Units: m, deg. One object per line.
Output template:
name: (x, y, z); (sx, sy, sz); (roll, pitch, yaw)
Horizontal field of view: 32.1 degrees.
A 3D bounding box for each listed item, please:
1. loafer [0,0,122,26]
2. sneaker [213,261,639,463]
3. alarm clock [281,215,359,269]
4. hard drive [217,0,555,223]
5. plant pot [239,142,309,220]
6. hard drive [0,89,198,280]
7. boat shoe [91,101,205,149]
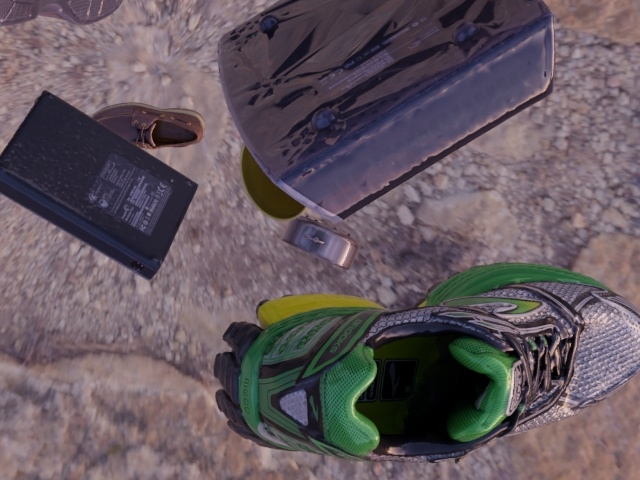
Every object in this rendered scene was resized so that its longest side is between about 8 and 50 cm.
loafer: (-0.346, -0.323, 1.360); (0.095, 0.302, 0.109); (22, 111, 16)
sneaker: (0.109, 0.097, 0.764); (0.343, 0.146, 0.134); (-7, 101, -33)
alarm clock: (0.000, 0.000, 1.895); (0.129, 0.192, 0.064); (24, 92, 6)
hard drive: (0.029, -0.105, 0.645); (0.172, 0.255, 0.054); (-31, 118, 4)
plant pot: (-0.033, -0.103, 1.554); (0.095, 0.134, 0.134); (-22, 105, -47)
hard drive: (-0.163, -0.042, 0.810); (0.135, 0.094, 0.022); (32, 136, -14)
boat shoe: (-0.265, -0.171, 1.700); (0.177, 0.060, 0.064); (1, 115, -7)
